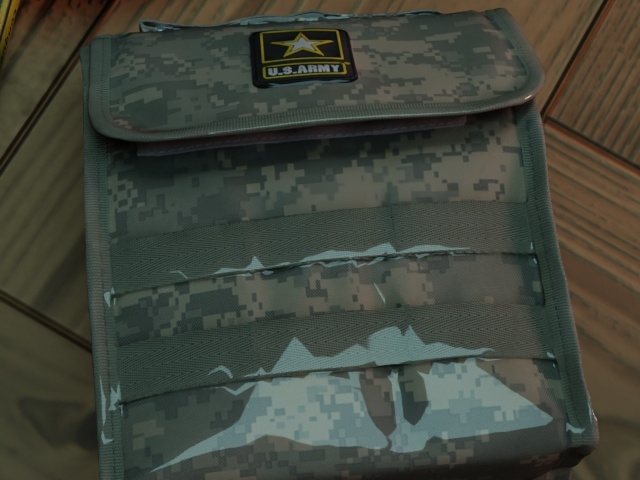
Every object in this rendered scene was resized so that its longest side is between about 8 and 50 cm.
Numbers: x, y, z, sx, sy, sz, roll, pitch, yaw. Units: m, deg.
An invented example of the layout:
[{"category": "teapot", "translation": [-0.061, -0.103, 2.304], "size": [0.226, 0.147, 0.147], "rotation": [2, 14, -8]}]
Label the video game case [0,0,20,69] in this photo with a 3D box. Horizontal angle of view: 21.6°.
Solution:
[{"category": "video game case", "translation": [-0.294, -0.217, 0.964], "size": [0.274, 0.035, 0.248], "rotation": [12, 72, -1]}]

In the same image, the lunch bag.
[{"category": "lunch bag", "translation": [0.000, 0.000, 0.857], "size": [0.235, 0.169, 0.287], "rotation": [-5, 66, -3]}]
